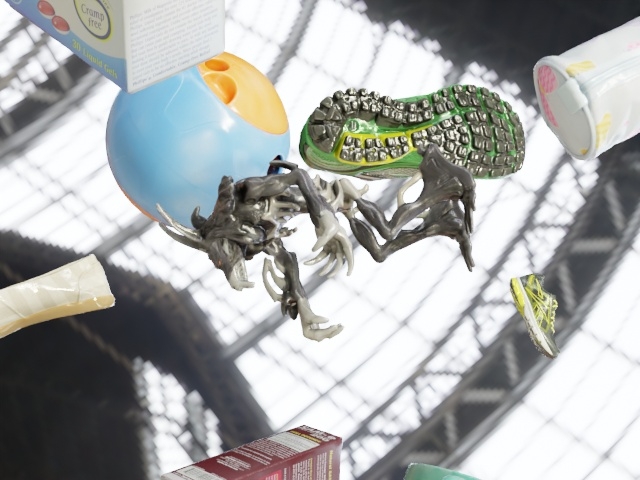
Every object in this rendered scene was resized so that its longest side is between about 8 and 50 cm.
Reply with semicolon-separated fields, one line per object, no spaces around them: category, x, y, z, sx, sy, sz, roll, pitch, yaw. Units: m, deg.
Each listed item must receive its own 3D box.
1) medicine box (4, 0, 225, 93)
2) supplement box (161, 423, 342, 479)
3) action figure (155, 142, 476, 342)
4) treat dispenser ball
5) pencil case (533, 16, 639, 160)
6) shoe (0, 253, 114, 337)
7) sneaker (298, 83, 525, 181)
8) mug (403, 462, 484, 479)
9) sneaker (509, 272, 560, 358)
medicine box;-0.245;-0.363;1.862;0.263;0.149;0.289;37;-38;34
supplement box;-0.079;0.314;1.943;0.073;0.239;0.130;16;-70;42
action figure;0.000;0.000;1.430;0.164;0.276;0.141;92;-12;-65
treat dispenser ball;-0.189;-0.157;2.531;0.288;0.288;0.288;36;-34;29
pencil case;0.347;-0.178;1.618;0.113;0.273;0.124;66;-11;-6
shoe;-0.323;0.066;1.681;0.076;0.219;0.058;-172;-111;-68
sneaker;0.131;-0.148;2.307;0.146;0.343;0.134;152;-59;-68
mug;0.117;0.263;1.467;0.158;0.097;0.129;30;-17;-38
sneaker;0.198;0.065;1.456;0.031;0.035;0.083;72;-5;-73
